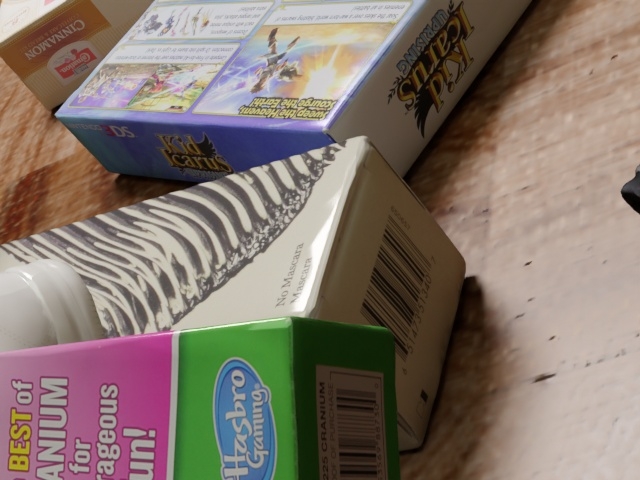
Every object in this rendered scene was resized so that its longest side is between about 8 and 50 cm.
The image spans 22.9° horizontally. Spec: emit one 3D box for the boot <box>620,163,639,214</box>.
[{"bbox_3d":[0.283,-0.054,0.495,0.338,0.118,0.222,11,79,30],"label":"boot"}]

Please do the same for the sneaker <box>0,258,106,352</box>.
[{"bbox_3d":[-0.116,0.114,0.630,0.080,0.094,0.212,-46,62,51],"label":"sneaker"}]

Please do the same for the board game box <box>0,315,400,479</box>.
[{"bbox_3d":[-0.120,0.161,0.535,0.317,0.064,0.242,-9,78,30],"label":"board game box"}]

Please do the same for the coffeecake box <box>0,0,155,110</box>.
[{"bbox_3d":[-0.158,-0.200,1.160,0.142,0.068,0.185,-29,34,16],"label":"coffeecake box"}]

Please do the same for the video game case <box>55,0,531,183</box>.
[{"bbox_3d":[0.001,-0.137,0.925,0.269,0.061,0.244,9,55,51],"label":"video game case"}]

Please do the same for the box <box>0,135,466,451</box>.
[{"bbox_3d":[-0.075,0.048,0.746,0.275,0.094,0.113,-15,41,33],"label":"box"}]
